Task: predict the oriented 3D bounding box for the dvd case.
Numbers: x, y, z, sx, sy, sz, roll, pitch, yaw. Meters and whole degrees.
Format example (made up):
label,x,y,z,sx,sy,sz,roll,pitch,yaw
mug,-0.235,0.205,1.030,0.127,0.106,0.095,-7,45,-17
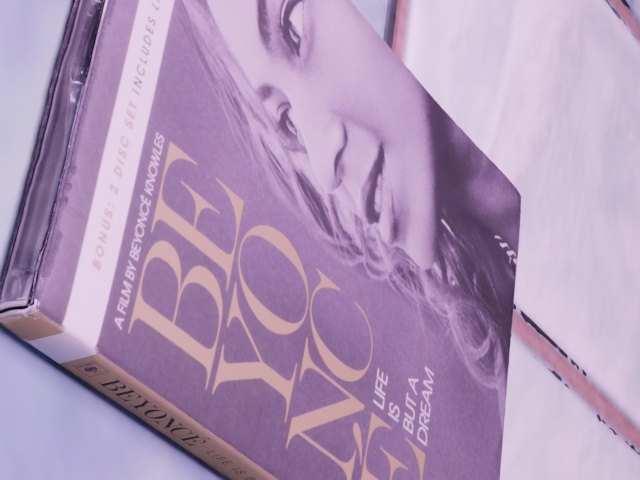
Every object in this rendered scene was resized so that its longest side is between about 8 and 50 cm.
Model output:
label,x,y,z,sx,sy,sz,roll,pitch,yaw
dvd case,0.000,0.000,0.491,0.221,0.018,0.164,42,46,-43
